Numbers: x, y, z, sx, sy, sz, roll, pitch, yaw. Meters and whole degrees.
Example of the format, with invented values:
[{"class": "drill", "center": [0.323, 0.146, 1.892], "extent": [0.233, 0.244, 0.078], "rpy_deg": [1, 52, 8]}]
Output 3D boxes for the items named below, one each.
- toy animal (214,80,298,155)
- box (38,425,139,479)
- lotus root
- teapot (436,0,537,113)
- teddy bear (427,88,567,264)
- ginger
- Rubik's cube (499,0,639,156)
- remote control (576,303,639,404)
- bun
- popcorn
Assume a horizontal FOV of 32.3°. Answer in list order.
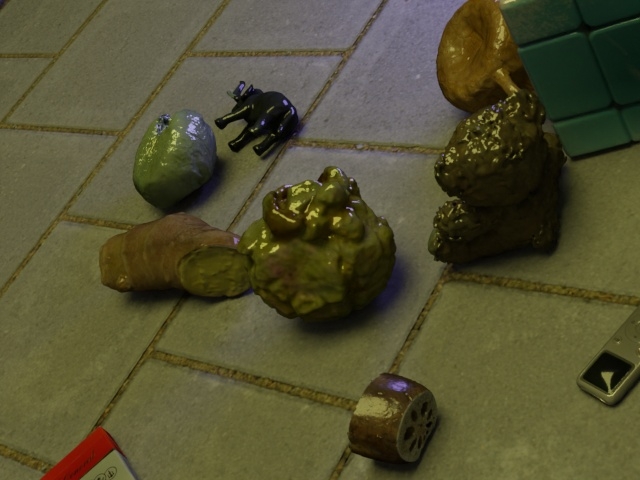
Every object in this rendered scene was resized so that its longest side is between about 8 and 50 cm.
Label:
[{"class": "toy animal", "center": [-0.138, -0.246, 2.178], "extent": [0.137, 0.082, 0.269], "rpy_deg": [-42, 35, -13]}, {"class": "box", "center": [-0.337, 0.399, 1.688], "extent": [0.139, 0.035, 0.245], "rpy_deg": [-43, 39, -8]}, {"class": "lotus root", "center": [0.095, 0.238, 1.473], "extent": [0.081, 0.112, 0.122], "rpy_deg": [12, 56, 34]}, {"class": "teapot", "center": [0.310, -0.297, 1.845], "extent": [0.203, 0.167, 0.311], "rpy_deg": [-60, 32, 25]}, {"class": "teddy bear", "center": [0.257, -0.090, 1.586], "extent": [0.267, 0.256, 0.156], "rpy_deg": [-43, 43, -9]}, {"class": "ginger", "center": [-0.244, 0.028, 1.940], "extent": [0.354, 0.126, 0.190], "rpy_deg": [9, 45, 38]}, {"class": "Rubik's cube", "center": [0.469, -0.367, 1.658], "extent": [0.316, 0.322, 0.318], "rpy_deg": [-12, 43, 25]}, {"class": "remote control", "center": [0.432, 0.103, 1.431], "extent": [0.261, 0.029, 0.067], "rpy_deg": [-46, 39, -12]}, {"class": "bun", "center": [-0.275, -0.160, 2.149], "extent": [0.204, 0.126, 0.212], "rpy_deg": [-56, 29, 16]}, {"class": "popcorn", "center": [0.000, 0.000, 1.695], "extent": [0.259, 0.259, 0.212], "rpy_deg": [-20, 19, 19]}]
